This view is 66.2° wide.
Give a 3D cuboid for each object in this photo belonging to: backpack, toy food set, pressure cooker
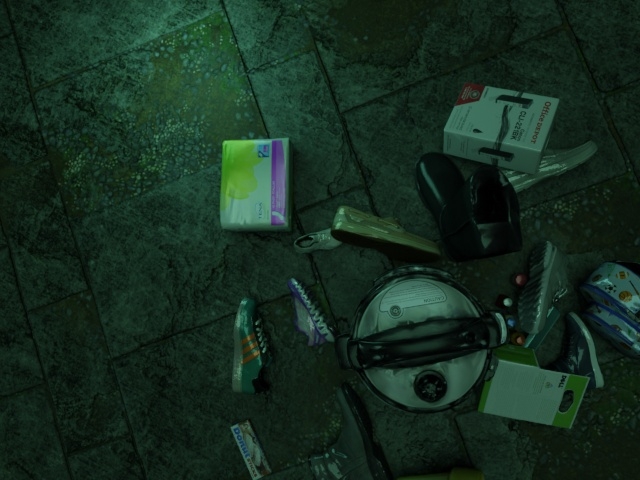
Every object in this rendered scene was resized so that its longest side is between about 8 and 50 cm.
[{"bbox_3d":[0.836,0.186,1.335,0.213,0.276,0.263,-39,69,2],"label":"backpack"},{"bbox_3d":[0.584,0.185,1.432,0.111,0.104,0.232,26,89,9],"label":"toy food set"},{"bbox_3d":[0.267,0.258,1.313,0.375,0.420,0.370,37,92,10],"label":"pressure cooker"}]

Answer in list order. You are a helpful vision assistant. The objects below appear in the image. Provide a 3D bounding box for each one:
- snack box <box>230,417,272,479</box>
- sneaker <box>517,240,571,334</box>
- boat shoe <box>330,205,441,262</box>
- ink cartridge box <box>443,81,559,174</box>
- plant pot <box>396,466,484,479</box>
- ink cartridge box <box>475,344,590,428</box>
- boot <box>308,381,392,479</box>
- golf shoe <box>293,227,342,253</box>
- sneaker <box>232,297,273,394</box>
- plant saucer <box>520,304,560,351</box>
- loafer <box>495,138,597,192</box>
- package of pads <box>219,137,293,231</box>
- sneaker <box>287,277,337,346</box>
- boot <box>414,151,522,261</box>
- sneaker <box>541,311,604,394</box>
[{"bbox_3d":[-0.218,0.658,1.549,0.064,0.022,0.178,-27,83,6],"label":"snack box"},{"bbox_3d":[0.640,0.138,1.369,0.115,0.105,0.281,27,69,-3],"label":"sneaker"},{"bbox_3d":[0.206,-0.024,1.493,0.341,0.121,0.110,17,65,-1],"label":"boat shoe"},{"bbox_3d":[0.519,-0.327,1.422,0.273,0.114,0.197,19,68,21],"label":"ink cartridge box"},{"bbox_3d":[0.330,0.761,1.365,0.239,0.254,0.254,-3,85,22],"label":"plant pot"},{"bbox_3d":[0.586,0.408,1.385,0.255,0.097,0.189,9,113,8],"label":"ink cartridge box"},{"bbox_3d":[0.056,0.620,1.473,0.223,0.118,0.338,-24,79,11],"label":"boot"},{"bbox_3d":[0.000,0.000,1.539,0.176,0.086,0.069,-18,82,5],"label":"golf shoe"},{"bbox_3d":[-0.202,0.330,1.536,0.121,0.108,0.302,3,94,7],"label":"sneaker"},{"bbox_3d":[0.639,0.276,1.441,0.192,0.067,0.018,-56,37,1],"label":"plant saucer"},{"bbox_3d":[0.649,-0.232,1.453,0.319,0.112,0.111,-23,91,6],"label":"loafer"},{"bbox_3d":[-0.205,-0.174,1.572,0.229,0.101,0.296,-1,85,7],"label":"package of pads"},{"bbox_3d":[-0.048,0.230,1.528,0.104,0.095,0.236,-33,83,12],"label":"sneaker"},{"bbox_3d":[0.375,-0.118,1.312,0.146,0.445,0.367,-23,83,6],"label":"boot"},{"bbox_3d":[0.699,0.331,1.415,0.163,0.086,0.226,-15,85,4],"label":"sneaker"}]
